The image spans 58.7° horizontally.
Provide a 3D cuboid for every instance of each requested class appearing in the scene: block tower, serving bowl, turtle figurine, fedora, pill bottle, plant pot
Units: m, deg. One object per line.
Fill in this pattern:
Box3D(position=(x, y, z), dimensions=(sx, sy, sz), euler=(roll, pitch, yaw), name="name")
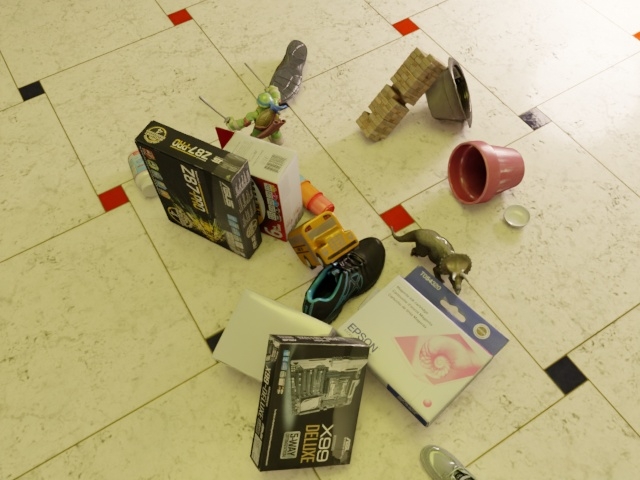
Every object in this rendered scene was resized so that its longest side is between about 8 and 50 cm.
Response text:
Box3D(position=(0.268, -0.492, 1.921), dimensions=(0.335, 0.091, 0.097), euler=(-47, 58, 27), name="block tower")
Box3D(position=(0.617, -0.073, 1.794), dimensions=(0.083, 0.027, 0.083), euler=(-1, 58, 1), name="serving bowl")
Box3D(position=(-0.220, -0.426, 1.903), dimensions=(0.275, 0.266, 0.197), euler=(15, 60, 11), name="turtle figurine")
Box3D(position=(0.437, -0.498, 1.971), dimensions=(0.124, 0.243, 0.275), euler=(-14, 37, 26), name="fedora")
Box3D(position=(-0.582, -0.225, 1.898), dimensions=(0.087, 0.087, 0.160), euler=(-22, 60, -11), name="pill bottle")
Box3D(position=(0.535, -0.222, 1.805), dimensions=(0.180, 0.201, 0.201), euler=(-10, 57, -23), name="plant pot")

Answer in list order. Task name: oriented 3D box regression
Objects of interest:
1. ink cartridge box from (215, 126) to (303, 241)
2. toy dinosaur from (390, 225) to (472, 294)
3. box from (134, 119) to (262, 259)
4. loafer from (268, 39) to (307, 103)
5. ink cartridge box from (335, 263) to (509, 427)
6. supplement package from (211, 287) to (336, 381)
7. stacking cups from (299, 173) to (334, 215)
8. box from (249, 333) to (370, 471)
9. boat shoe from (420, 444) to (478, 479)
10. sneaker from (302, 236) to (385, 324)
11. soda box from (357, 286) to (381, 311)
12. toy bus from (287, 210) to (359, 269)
Box3D(position=(-0.205, -0.166, 1.718), dimensions=(0.272, 0.309, 0.130), euler=(21, 61, 15), name="ink cartridge box")
Box3D(position=(0.337, 0.030, 1.662), dimensions=(0.121, 0.160, 0.313), euler=(-29, 60, -17), name="toy dinosaur")
Box3D(position=(-0.339, -0.136, 1.655), dimensions=(0.318, 0.395, 0.097), euler=(23, 60, 14), name="box")
Box3D(position=(-0.126, -0.615, 2.137), dimensions=(0.109, 0.095, 0.302), euler=(26, 63, -17), name="loafer")
Box3D(position=(0.266, 0.247, 1.473), dimensions=(0.330, 0.071, 0.324), euler=(-40, 65, -18), name="ink cartridge box")
Box3D(position=(-0.114, 0.276, 1.508), dimensions=(0.262, 0.145, 0.204), euler=(22, 79, 14), name="supplement package")
Box3D(position=(-0.080, -0.189, 1.855), dimensions=(0.316, 0.096, 0.096), euler=(38, 67, 21), name="stacking cups")
Box3D(position=(-0.024, 0.384, 1.359), dimensions=(0.243, 0.076, 0.307), euler=(8, 95, -27), name="box")
Box3D(position=(0.339, 0.578, 1.370), dimensions=(0.079, 0.081, 0.227), euler=(-40, 65, -20), name="boat shoe")
Box3D(position=(0.077, 0.103, 1.641), dimensions=(0.125, 0.139, 0.341), euler=(31, 63, 22), name="sneaker")
Box3D(position=(0.238, 0.256, 1.564), dimensions=(0.286, 0.098, 0.091), euler=(34, 67, 21), name="soda box")
Box3D(position=(0.000, 0.000, 1.600), dimensions=(0.108, 0.333, 0.130), euler=(-32, 93, -12), name="toy bus")
